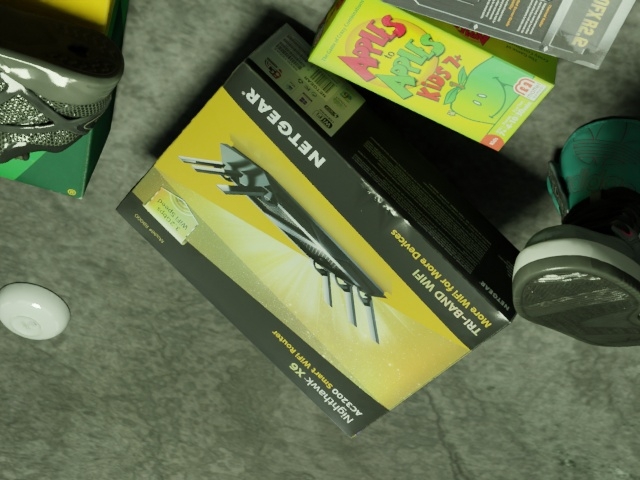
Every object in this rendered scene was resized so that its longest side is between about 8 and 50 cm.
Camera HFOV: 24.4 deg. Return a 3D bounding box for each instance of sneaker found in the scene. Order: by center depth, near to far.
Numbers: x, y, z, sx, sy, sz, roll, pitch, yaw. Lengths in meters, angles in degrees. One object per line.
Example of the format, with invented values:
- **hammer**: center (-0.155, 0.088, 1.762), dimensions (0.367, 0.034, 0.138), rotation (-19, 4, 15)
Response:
- **sneaker**: center (-0.279, -0.129, 1.151), dimensions (0.228, 0.087, 0.130), rotation (18, 132, -15)
- **sneaker**: center (0.233, -0.020, 1.218), dimensions (0.124, 0.178, 0.295), rotation (-8, 164, 23)

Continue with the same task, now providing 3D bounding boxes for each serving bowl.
- **serving bowl**: center (-0.317, 0.083, 1.616), dimensions (0.083, 0.027, 0.083), rotation (8, 139, 7)

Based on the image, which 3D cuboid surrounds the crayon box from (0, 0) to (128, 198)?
- **crayon box**: center (-0.344, -0.214, 1.219), dimensions (0.363, 0.106, 0.313), rotation (16, 140, -2)

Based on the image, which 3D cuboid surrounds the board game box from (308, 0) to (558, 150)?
- **board game box**: center (0.092, -0.151, 1.214), dimensions (0.181, 0.043, 0.092), rotation (24, 139, -12)

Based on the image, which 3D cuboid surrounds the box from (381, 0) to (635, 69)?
- **box**: center (0.162, -0.246, 1.075), dimensions (0.183, 0.056, 0.231), rotation (16, 140, -3)

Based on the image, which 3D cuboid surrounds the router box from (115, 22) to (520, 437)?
- **router box**: center (0.000, 0.000, 1.299), dimensions (0.309, 0.081, 0.243), rotation (44, 134, -3)
